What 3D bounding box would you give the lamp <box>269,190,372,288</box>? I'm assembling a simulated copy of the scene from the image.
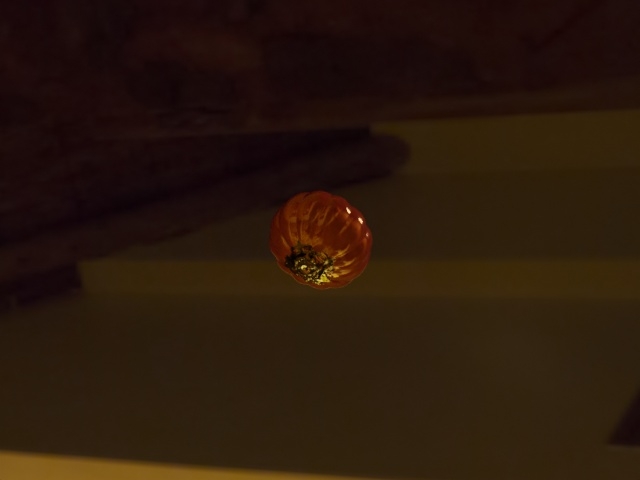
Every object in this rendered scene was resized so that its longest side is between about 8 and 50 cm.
[{"bbox_3d":[0.000,0.000,1.625,0.107,0.107,0.092,68,-148,-33],"label":"lamp"}]
